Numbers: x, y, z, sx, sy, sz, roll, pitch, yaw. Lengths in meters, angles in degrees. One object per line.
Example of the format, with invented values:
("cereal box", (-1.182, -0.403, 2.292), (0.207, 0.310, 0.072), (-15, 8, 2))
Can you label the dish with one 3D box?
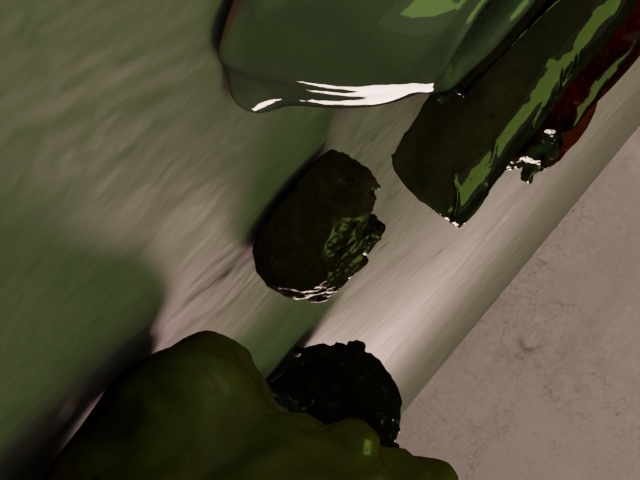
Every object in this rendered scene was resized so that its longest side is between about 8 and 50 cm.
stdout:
("dish", (0.058, -0.123, 0.723), (0.229, 0.081, 0.229), (-47, 171, -10))

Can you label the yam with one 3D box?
("yam", (0.143, -0.147, 0.932), (0.317, 0.067, 0.071), (-54, 175, 15))

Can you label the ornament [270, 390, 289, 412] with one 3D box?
("ornament", (-0.087, 0.176, 1.341), (0.156, 0.075, 0.081), (-45, 179, -31))

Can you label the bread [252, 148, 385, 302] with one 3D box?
("bread", (0.000, 0.000, 1.041), (0.082, 0.060, 0.113), (-49, 173, -14))

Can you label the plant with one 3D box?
("plant", (-0.002, 0.168, 1.546), (0.131, 0.142, 0.203), (-42, -177, 22))

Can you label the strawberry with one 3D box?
("strawberry", (0.167, -0.145, 1.109), (0.228, 0.098, 0.174), (-53, 174, 13))

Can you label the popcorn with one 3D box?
("popcorn", (-0.049, 0.227, 1.012), (0.312, 0.312, 0.312), (-47, 171, -10))
